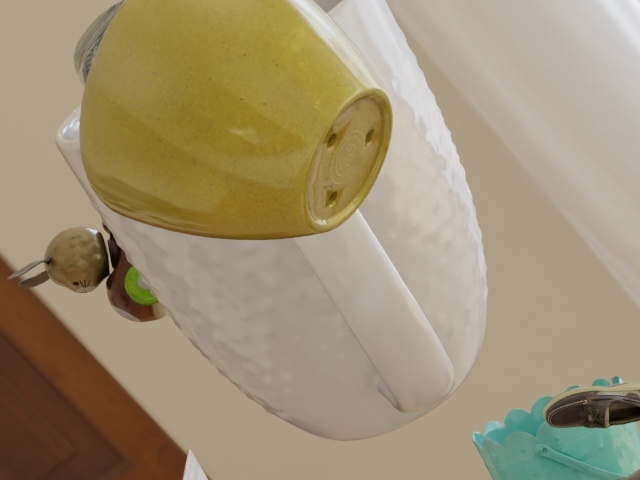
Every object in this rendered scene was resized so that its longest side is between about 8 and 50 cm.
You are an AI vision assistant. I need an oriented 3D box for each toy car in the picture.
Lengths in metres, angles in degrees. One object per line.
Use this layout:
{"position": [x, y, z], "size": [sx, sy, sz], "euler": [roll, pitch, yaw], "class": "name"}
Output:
{"position": [-0.288, 0.040, 1.373], "size": [0.188, 0.148, 0.155], "euler": [-10, -11, -8], "class": "toy car"}

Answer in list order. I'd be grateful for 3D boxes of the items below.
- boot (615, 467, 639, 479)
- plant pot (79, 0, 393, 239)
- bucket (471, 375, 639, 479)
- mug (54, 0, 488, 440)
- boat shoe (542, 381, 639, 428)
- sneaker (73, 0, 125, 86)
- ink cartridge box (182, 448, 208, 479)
{"position": [0.272, 0.245, 0.943], "size": [0.161, 0.246, 0.083], "euler": [-19, 55, 21], "class": "boot"}
{"position": [-0.025, -0.052, 0.492], "size": [0.134, 0.095, 0.134], "euler": [-43, -31, -35], "class": "plant pot"}
{"position": [0.405, 0.356, 1.806], "size": [0.281, 0.183, 0.281], "euler": [-23, -4, -2], "class": "bucket"}
{"position": [0.000, 0.000, 0.855], "size": [0.276, 0.328, 0.374], "euler": [-31, 21, -4], "class": "mug"}
{"position": [0.378, 0.227, 1.486], "size": [0.152, 0.056, 0.049], "euler": [-14, 33, 3], "class": "boat shoe"}
{"position": [-0.165, -0.264, 1.230], "size": [0.283, 0.110, 0.122], "euler": [-55, 30, 11], "class": "sneaker"}
{"position": [-0.130, 0.424, 1.358], "size": [0.066, 0.261, 0.296], "euler": [-30, 8, 1], "class": "ink cartridge box"}
